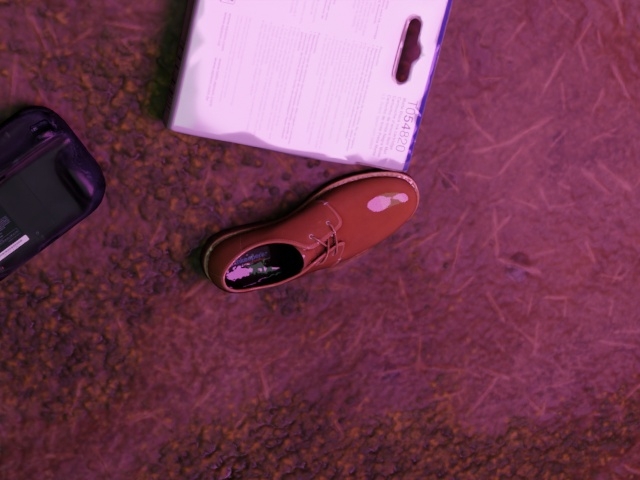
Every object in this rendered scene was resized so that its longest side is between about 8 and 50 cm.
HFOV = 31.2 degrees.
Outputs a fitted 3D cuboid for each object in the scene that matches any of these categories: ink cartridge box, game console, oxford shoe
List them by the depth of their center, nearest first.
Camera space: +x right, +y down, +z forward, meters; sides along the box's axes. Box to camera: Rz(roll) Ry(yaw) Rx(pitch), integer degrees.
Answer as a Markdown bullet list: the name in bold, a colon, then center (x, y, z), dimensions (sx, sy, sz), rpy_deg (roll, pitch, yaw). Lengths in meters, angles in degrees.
- **game console**: center (-0.338, 0.037, 0.969), dimensions (0.361, 0.044, 0.213), rpy_deg (-37, 113, 0)
- **ink cartridge box**: center (-0.005, -0.183, 0.988), dimensions (0.224, 0.045, 0.223), rpy_deg (10, 105, -19)
- **oxford shoe**: center (0.000, 0.000, 1.033), dimensions (0.212, 0.076, 0.076), rpy_deg (-24, 110, -9)
